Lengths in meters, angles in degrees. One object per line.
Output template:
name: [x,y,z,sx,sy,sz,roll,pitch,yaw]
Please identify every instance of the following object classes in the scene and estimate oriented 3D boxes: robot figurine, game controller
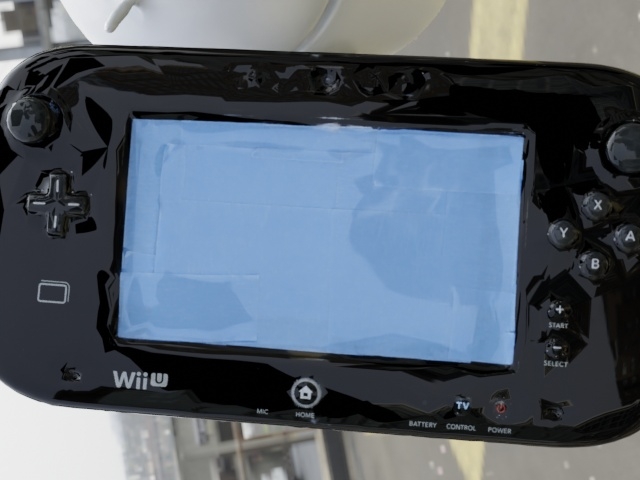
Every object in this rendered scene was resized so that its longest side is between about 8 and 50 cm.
robot figurine: [-0.036,-0.202,0.715,0.353,0.200,0.299,-21,-91,-58]
game controller: [0.000,0.000,0.499,0.067,0.319,0.166,58,-144,-76]
